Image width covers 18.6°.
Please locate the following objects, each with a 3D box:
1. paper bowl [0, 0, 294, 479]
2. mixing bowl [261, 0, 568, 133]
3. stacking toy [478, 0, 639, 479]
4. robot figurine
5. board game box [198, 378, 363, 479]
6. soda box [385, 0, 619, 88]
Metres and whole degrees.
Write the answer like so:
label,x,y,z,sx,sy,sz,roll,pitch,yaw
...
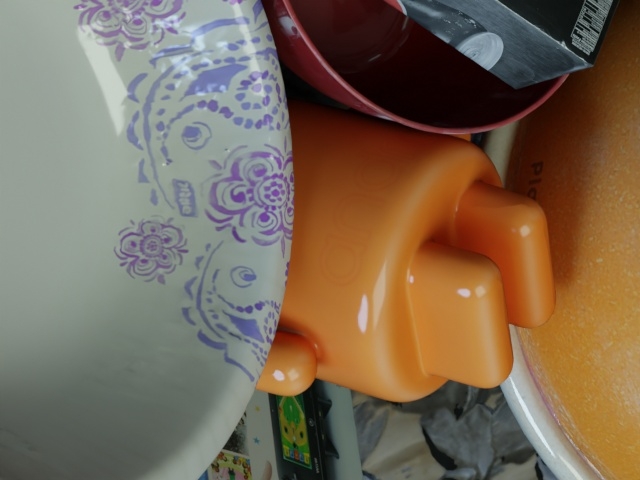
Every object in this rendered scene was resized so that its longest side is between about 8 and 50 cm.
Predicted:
label,x,y,z,sx,sy,sz,roll,pitch,yaw
paper bowl,-0.145,-0.024,0.766,0.148,0.284,0.284,-1,140,32
mixing bowl,0.029,-0.131,0.901,0.181,0.098,0.181,4,82,-31
stacking toy,0.306,-0.017,0.840,0.351,0.480,0.350,3,82,-20
robot figurine,0.001,-0.001,0.921,0.128,0.219,0.158,23,83,-61
board game box,-0.120,0.107,0.936,0.303,0.224,0.097,19,138,-34
soda box,0.045,-0.130,0.818,0.169,0.060,0.053,31,69,-24
